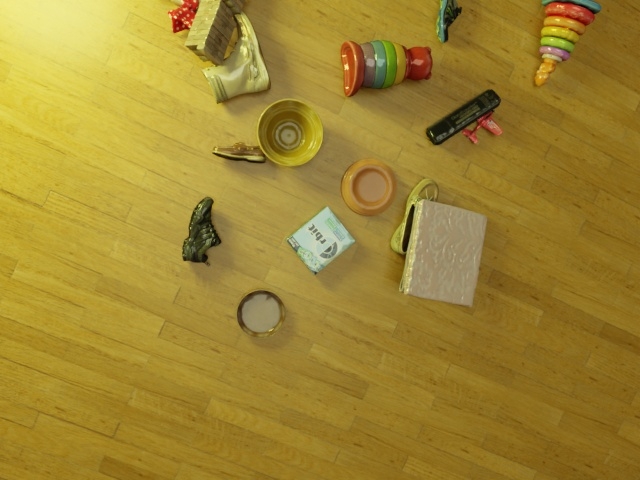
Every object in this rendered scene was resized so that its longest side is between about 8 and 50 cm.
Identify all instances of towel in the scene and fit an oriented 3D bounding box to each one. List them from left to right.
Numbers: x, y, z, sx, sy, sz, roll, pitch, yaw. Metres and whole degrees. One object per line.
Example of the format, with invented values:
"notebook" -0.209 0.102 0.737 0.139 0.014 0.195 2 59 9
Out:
"towel" 0.429 0.047 1.832 0.316 0.053 0.332 12 88 -28

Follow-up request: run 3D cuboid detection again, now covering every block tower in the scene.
"block tower" -0.313 -0.717 1.657 0.097 0.091 0.336 10 77 33

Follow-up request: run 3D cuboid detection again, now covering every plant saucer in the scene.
"plant saucer" -0.203 0.250 1.823 0.168 0.029 0.169 0 94 -8
"plant saucer" 0.171 -0.184 1.839 0.199 0.037 0.200 -1 95 -8

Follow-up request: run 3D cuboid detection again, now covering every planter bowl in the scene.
"planter bowl" -0.102 -0.351 1.760 0.217 0.090 0.217 -1 95 -8

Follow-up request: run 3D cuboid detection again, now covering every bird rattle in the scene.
"bird rattle" -0.425 -0.791 1.669 0.207 0.143 0.253 -44 102 -19

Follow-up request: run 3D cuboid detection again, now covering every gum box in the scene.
"gum box" 0.000 0.000 1.826 0.184 0.041 0.157 -39 99 -3

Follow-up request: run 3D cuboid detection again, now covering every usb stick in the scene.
"usb stick" 0.495 -0.428 1.850 0.278 0.045 0.077 -33 70 -1

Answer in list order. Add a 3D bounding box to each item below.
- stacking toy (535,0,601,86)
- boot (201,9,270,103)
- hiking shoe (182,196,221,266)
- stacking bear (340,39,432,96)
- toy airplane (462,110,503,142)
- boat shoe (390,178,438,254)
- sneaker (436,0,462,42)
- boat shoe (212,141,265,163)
"stacking toy" 0.823 -0.684 1.849 0.165 0.175 0.302 16 103 -6
"boot" -0.292 -0.590 1.718 0.203 0.095 0.262 -19 99 -5
"hiking shoe" -0.379 -0.031 1.760 0.114 0.086 0.227 17 98 -22
"stacking bear" 0.230 -0.581 1.763 0.288 0.164 0.176 -7 95 -12
"toy airplane" 0.565 -0.405 1.879 0.151 0.028 0.151 0 81 2
"boat shoe" 0.339 -0.079 1.843 0.104 0.089 0.286 22 91 -9
"sneaker" 0.441 -0.771 1.817 0.078 0.067 0.188 10 90 -2
"boat shoe" -0.267 -0.295 1.759 0.177 0.064 0.060 5 89 -15
